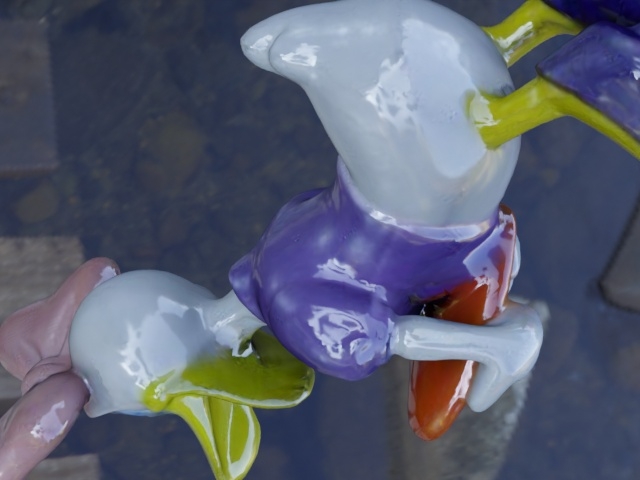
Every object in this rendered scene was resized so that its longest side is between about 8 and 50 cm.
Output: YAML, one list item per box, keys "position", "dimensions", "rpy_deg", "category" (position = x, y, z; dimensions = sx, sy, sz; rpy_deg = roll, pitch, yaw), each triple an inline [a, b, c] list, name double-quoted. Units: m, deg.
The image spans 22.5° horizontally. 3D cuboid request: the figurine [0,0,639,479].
- position: [0.007, 0.000, 0.733]
  dimensions: [0.193, 0.421, 0.154]
  rpy_deg: [38, 29, -21]
  category: "figurine"
